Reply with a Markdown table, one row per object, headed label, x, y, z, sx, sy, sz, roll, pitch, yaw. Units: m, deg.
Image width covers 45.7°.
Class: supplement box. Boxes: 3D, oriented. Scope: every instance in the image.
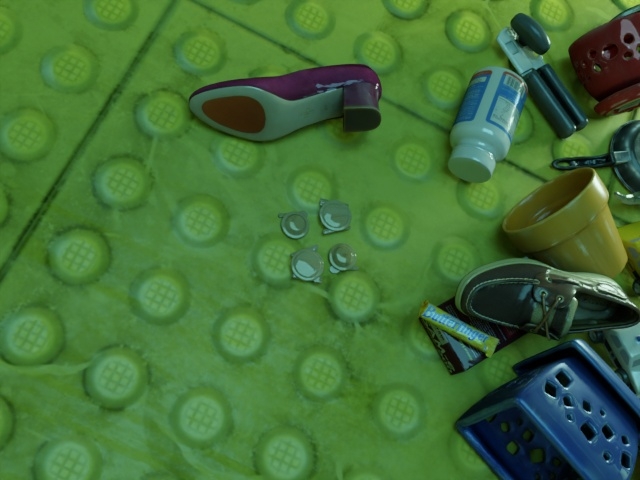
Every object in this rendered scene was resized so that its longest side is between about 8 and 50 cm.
| label | x | y | z | sx | sy | sz | roll | pitch | yaw |
| --- | --- | --- | --- | --- | --- | --- | --- | --- | --- |
| supplement box | 0.324 | 0.143 | 1.451 | 0.239 | 0.073 | 0.130 | -25 | 79 | -20 |

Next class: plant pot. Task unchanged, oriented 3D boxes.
| label | x | y | z | sx | sy | sz | roll | pitch | yaw |
| --- | --- | --- | --- | --- | --- | --- | --- | --- | --- |
| plant pot | 0.495 | -0.008 | 1.487 | 0.205 | 0.205 | 0.188 | -42 | 100 | -21 |
| plant pot | 0.657 | -0.374 | 1.639 | 0.191 | 0.191 | 0.174 | -17 | 83 | -18 |
| plant pot | 0.419 | 0.321 | 1.338 | 0.236 | 0.236 | 0.212 | 47 | 61 | 5 |

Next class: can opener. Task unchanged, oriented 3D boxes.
| label | x | y | z | sx | sy | sz | roll | pitch | yaw |
| --- | --- | --- | --- | --- | --- | --- | --- | --- | --- |
| can opener | 0.486 | -0.360 | 1.641 | 0.076 | 0.095 | 0.283 | -29 | 81 | -19 |

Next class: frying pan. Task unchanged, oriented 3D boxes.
| label | x | y | z | sx | sy | sz | roll | pitch | yaw |
| --- | --- | --- | --- | --- | --- | --- | --- | --- | --- |
| frying pan | 0.673 | -0.201 | 1.663 | 0.326 | 0.053 | 0.197 | 18 | 69 | -10 |

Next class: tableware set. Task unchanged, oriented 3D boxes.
| label | x | y | z | sx | sy | sz | roll | pitch | yaw |
| --- | --- | --- | --- | --- | --- | --- | --- | --- | --- |
| tableware set | 0.000 | 0.000 | 1.451 | 0.141 | 0.020 | 0.168 | -7 | 74 | -16 |

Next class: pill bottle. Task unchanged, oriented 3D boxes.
| label | x | y | z | sx | sy | sz | roll | pitch | yaw |
| --- | --- | --- | --- | --- | --- | --- | --- | --- | --- |
| pill bottle | 0.335 | -0.233 | 1.550 | 0.124 | 0.124 | 0.221 | 26 | 69 | -4 |

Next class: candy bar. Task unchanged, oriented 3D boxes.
| label | x | y | z | sx | sy | sz | roll | pitch | yaw |
| --- | --- | --- | --- | --- | --- | --- | --- | --- | --- |
| candy bar | 0.248 | 0.159 | 1.381 | 0.161 | 0.018 | 0.040 | 29 | 68 | -2 |

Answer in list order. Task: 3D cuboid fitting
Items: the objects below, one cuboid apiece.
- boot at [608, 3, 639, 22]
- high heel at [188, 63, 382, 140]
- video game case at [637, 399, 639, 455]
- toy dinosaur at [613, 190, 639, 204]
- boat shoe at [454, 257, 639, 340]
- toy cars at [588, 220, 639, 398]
| label | x | y | z | sx | sy | sz | roll | pitch | yaw |
| --- | --- | --- | --- | --- | --- | --- | --- | --- | --- |
| boot | 0.788 | -0.455 | 1.751 | 0.236 | 0.085 | 0.178 | -12 | 78 | -17 |
| high heel | -0.066 | -0.292 | 1.508 | 0.377 | 0.127 | 0.181 | 5 | 43 | -8 |
| video game case | 0.714 | 0.341 | 1.486 | 0.244 | 0.061 | 0.269 | -35 | 83 | -20 |
| toy dinosaur | 0.737 | -0.080 | 1.608 | 0.268 | 0.064 | 0.118 | -16 | 97 | -16 |
| boat shoe | 0.413 | 0.115 | 1.357 | 0.342 | 0.123 | 0.123 | 7 | 109 | -16 |
| toy cars | 0.632 | 0.115 | 1.491 | 0.176 | 0.087 | 0.393 | 19 | 60 | 9 |
